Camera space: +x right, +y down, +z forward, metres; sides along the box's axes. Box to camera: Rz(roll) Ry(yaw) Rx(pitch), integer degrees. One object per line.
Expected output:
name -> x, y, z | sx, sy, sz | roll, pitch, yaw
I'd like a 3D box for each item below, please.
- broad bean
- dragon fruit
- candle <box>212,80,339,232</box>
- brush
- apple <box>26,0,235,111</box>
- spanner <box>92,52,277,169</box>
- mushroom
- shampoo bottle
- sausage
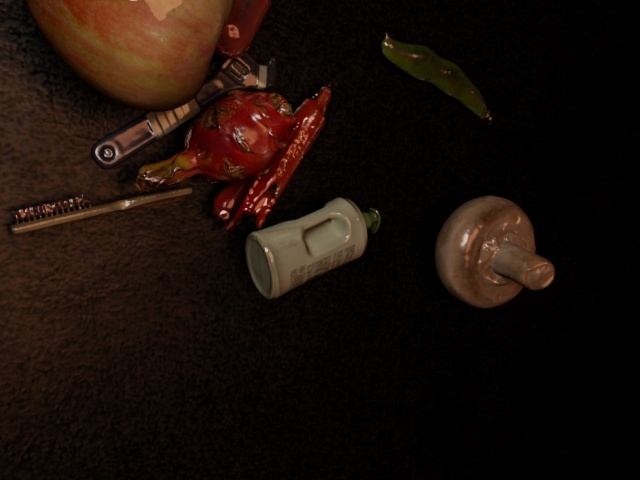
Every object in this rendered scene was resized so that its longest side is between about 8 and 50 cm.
broad bean -> 0.218, -0.295, 1.202 | 0.297, 0.043, 0.060 | 23, 94, -33
dragon fruit -> -0.150, -0.129, 0.940 | 0.246, 0.125, 0.125 | -32, 67, -21
candle -> -0.062, -0.137, 1.041 | 0.084, 0.059, 0.302 | 44, 73, -37
brush -> -0.295, -0.050, 0.917 | 0.247, 0.043, 0.036 | -16, 97, -30
apple -> -0.227, -0.291, 0.809 | 0.233, 0.257, 0.257 | 18, 87, -20
spanner -> -0.194, -0.203, 0.975 | 0.315, 0.024, 0.087 | -37, 112, -21
mushroom -> 0.320, 0.028, 1.204 | 0.207, 0.215, 0.208 | -8, 108, -27
shampoo bottle -> 0.000, 0.000, 1.074 | 0.234, 0.087, 0.118 | -24, 130, -27
sausage -> -0.121, -0.326, 0.969 | 0.076, 0.076, 0.141 | 30, 70, -31
